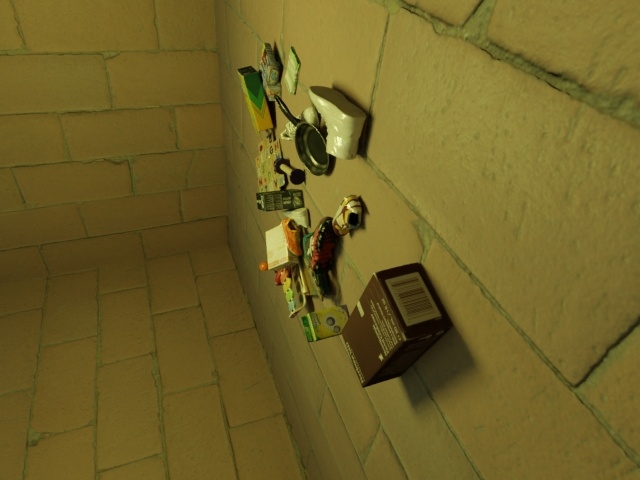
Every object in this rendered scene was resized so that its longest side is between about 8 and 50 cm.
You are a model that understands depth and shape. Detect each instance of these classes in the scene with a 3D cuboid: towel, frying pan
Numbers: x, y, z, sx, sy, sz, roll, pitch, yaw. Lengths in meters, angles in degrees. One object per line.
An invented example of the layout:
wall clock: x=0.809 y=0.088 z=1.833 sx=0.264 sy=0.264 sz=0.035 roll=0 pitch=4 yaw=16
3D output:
towel: x=-0.047 y=0.116 z=1.903 sx=0.370 sy=0.040 sz=0.272 roll=154 pitch=105 yaw=-72
towel: x=-0.116 y=-0.674 z=1.702 sx=0.152 sy=0.023 sz=0.113 roll=111 pitch=143 yaw=-56
frying pan: x=-0.065 y=-0.371 z=1.554 sx=0.326 sy=0.053 sz=0.197 roll=48 pitch=149 yaw=26

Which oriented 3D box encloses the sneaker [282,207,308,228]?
sneaker: x=-0.109 y=-0.098 z=1.917 sx=0.212 sy=0.080 sz=0.094 roll=21 pitch=132 yaw=66

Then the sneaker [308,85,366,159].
sneaker: x=0.033 y=-0.360 z=1.320 sx=0.292 sy=0.108 sz=0.169 roll=-122 pitch=32 yaw=-44

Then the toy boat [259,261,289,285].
toy boat: x=-0.260 y=0.140 z=2.336 sx=0.151 sy=0.151 sz=0.231 roll=109 pitch=146 yaw=-55

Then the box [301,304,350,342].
box: x=0.024 y=0.308 z=1.582 sx=0.043 sy=0.179 sz=0.105 roll=121 pitch=135 yaw=-62

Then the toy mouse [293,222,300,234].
toy mouse: x=-0.132 y=-0.060 z=2.021 sx=0.143 sy=0.031 sz=0.161 roll=-114 pitch=35 yaw=-44

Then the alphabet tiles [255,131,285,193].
alphabet tiles: x=-0.259 y=-0.356 z=2.163 sx=0.285 sy=0.011 sz=0.343 roll=-19 pitch=77 yaw=57

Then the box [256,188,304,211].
box: x=-0.183 y=-0.182 z=1.908 sx=0.147 sy=0.180 sz=0.078 roll=-159 pitch=62 yaw=-67

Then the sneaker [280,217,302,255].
sneaker: x=-0.119 y=-0.013 z=1.873 sx=0.067 sy=0.064 sz=0.175 roll=-15 pitch=104 yaw=38

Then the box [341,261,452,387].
box: x=0.185 y=0.242 z=1.165 sx=0.381 sy=0.143 sz=0.191 roll=105 pitch=148 yaw=-54

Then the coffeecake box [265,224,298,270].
coffeecake box: x=-0.178 y=0.031 z=1.954 sx=0.142 sy=0.068 sz=0.186 roll=-23 pitch=66 yaw=40

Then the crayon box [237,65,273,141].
crayon box: x=-0.311 y=-0.667 z=2.078 sx=0.202 sy=0.081 sz=0.319 roll=-121 pitch=15 yaw=-56

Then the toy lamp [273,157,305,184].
toy lamp: x=-0.149 y=-0.314 z=1.900 sx=0.274 sy=0.080 sz=0.080 roll=-135 pitch=39 yaw=-60

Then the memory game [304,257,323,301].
memory game: x=-0.025 y=0.157 z=1.693 sx=0.186 sy=0.012 sz=0.186 roll=158 pitch=90 yaw=-84

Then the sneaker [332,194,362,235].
sneaker: x=0.087 y=-0.059 z=1.380 sx=0.185 sy=0.069 sz=0.084 roll=103 pitch=155 yaw=-51

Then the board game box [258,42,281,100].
board game box: x=-0.218 y=-0.734 z=1.901 sx=0.194 sy=0.060 sz=0.194 roll=123 pitch=132 yaw=-63

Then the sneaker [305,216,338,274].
sneaker: x=0.000 y=0.000 z=1.613 sx=0.276 sy=0.097 sz=0.135 roll=98 pitch=151 yaw=-46

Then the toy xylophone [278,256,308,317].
toy xylophone: x=-0.137 y=0.196 z=2.031 sx=0.236 sy=0.081 sz=0.323 roll=111 pitch=144 yaw=-59

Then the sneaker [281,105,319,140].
sneaker: x=-0.076 y=-0.432 z=1.611 sx=0.235 sy=0.094 sz=0.090 roll=152 pitch=109 yaw=-67
